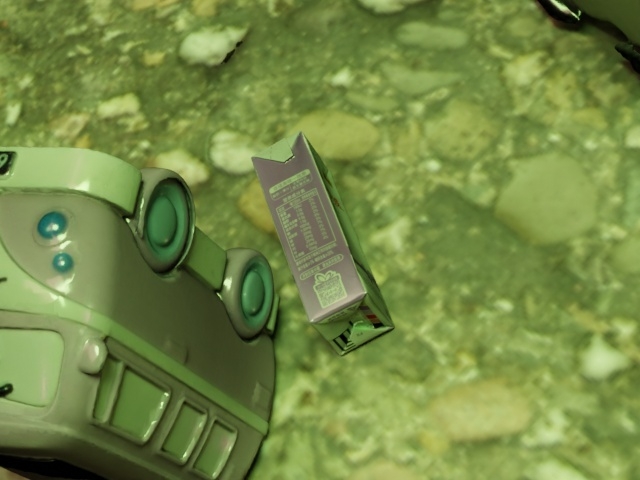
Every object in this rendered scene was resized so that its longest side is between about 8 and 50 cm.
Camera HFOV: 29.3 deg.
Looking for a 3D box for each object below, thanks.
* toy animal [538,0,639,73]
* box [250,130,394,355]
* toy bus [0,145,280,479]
[{"bbox_3d":[0.246,-0.250,0.602,0.357,0.194,0.258,-43,92,1],"label":"toy animal"},{"bbox_3d":[0.000,0.000,0.669,0.036,0.050,0.117,-26,58,8],"label":"box"},{"bbox_3d":[-0.118,0.046,0.605,0.142,0.202,0.142,4,68,26],"label":"toy bus"}]
